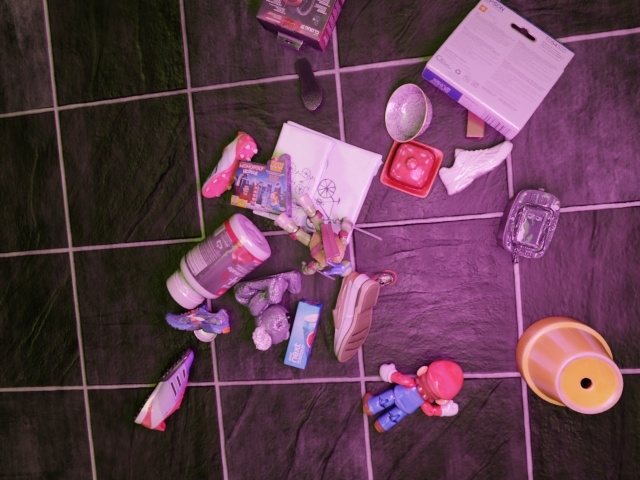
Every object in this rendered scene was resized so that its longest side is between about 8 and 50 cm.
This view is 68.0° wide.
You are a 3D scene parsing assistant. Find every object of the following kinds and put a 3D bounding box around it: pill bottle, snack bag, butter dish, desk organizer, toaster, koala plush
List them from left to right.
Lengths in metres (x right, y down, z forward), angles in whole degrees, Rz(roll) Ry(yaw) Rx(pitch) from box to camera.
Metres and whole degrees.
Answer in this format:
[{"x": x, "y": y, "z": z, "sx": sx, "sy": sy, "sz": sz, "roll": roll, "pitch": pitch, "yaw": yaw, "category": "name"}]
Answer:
[{"x": -0.330, "y": 0.074, "z": 1.516, "sx": 0.318, "sy": 0.176, "sz": 0.176, "roll": -38, "pitch": 87, "yaw": 9, "category": "pill bottle"}, {"x": -0.162, "y": 0.225, "z": 1.501, "sx": 0.203, "sy": 0.196, "sz": 0.221, "roll": -11, "pitch": 92, "yaw": 21, "category": "koala plush"}, {"x": -0.012, "y": -0.178, "z": 1.523, "sx": 0.343, "sy": 0.037, "sz": 0.323, "roll": 22, "pitch": 96, "yaw": 7, "category": "snack bag"}, {"x": 0.276, "y": -0.226, "z": 1.433, "sx": 0.160, "sy": 0.118, "sz": 0.159, "roll": 22, "pitch": 95, "yaw": 8, "category": "butter dish"}, {"x": 0.469, "y": -0.373, "z": 1.432, "sx": 0.050, "sy": 0.047, "sz": 0.130, "roll": 4, "pitch": 93, "yaw": 11, "category": "desk organizer"}, {"x": 0.595, "y": -0.038, "z": 1.378, "sx": 0.129, "sy": 0.146, "sz": 0.227, "roll": 15, "pitch": 95, "yaw": 9, "category": "toaster"}]

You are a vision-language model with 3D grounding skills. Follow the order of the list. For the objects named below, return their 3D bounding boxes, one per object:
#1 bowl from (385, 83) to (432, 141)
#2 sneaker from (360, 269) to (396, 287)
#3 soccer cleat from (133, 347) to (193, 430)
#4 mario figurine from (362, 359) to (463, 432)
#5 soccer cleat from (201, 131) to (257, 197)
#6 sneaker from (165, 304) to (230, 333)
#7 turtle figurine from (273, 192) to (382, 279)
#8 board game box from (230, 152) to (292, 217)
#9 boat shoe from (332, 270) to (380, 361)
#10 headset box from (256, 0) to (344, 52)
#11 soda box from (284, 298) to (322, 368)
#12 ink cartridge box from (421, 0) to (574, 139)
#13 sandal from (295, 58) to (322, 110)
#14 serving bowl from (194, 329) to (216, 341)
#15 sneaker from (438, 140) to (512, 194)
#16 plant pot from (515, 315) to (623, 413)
[{"x": 0.282, "y": -0.379, "z": 1.429, "sx": 0.080, "sy": 0.170, "sz": 0.170, "roll": -3, "pitch": 93, "yaw": -35, "category": "bowl"}, {"x": 0.161, "y": 0.129, "z": 1.496, "sx": 0.158, "sy": 0.065, "sz": 0.061, "roll": -18, "pitch": 90, "yaw": 9, "category": "sneaker"}, {"x": -0.506, "y": 0.506, "z": 1.614, "sx": 0.116, "sy": 0.108, "sz": 0.318, "roll": 34, "pitch": 96, "yaw": -15, "category": "soccer cleat"}, {"x": 0.301, "y": 0.472, "z": 1.486, "sx": 0.321, "sy": 0.170, "sz": 0.198, "roll": -34, "pitch": 124, "yaw": 19, "category": "mario figurine"}, {"x": -0.306, "y": -0.246, "z": 1.555, "sx": 0.248, "sy": 0.083, "sz": 0.095, "roll": -47, "pitch": 54, "yaw": 14, "category": "soccer cleat"}, {"x": -0.402, "y": 0.255, "z": 1.566, "sx": 0.221, "sy": 0.083, "sz": 0.087, "roll": 6, "pitch": 81, "yaw": 3, "category": "sneaker"}, {"x": 0.000, "y": 0.000, "z": 1.454, "sx": 0.266, "sy": 0.275, "sz": 0.198, "roll": 49, "pitch": 122, "yaw": 3, "category": "turtle figurine"}, {"x": -0.168, "y": -0.187, "z": 1.502, "sx": 0.194, "sy": 0.060, "sz": 0.194, "roll": 14, "pitch": 95, "yaw": 11, "category": "board game box"}, {"x": 0.095, "y": 0.237, "z": 1.490, "sx": 0.103, "sy": 0.113, "sz": 0.302, "roll": 33, "pitch": 116, "yaw": 36, "category": "boat shoe"}, {"x": -0.048, "y": -0.742, "z": 1.462, "sx": 0.218, "sy": 0.110, "sz": 0.293, "roll": 23, "pitch": 96, "yaw": 7, "category": "headset box"}, {"x": -0.055, "y": 0.301, "z": 1.539, "sx": 0.071, "sy": 0.067, "sz": 0.210, "roll": 15, "pitch": 96, "yaw": 8, "category": "soda box"}, {"x": 0.519, "y": -0.511, "z": 1.386, "sx": 0.324, "sy": 0.071, "sz": 0.330, "roll": 38, "pitch": 74, "yaw": 5, "category": "ink cartridge box"}, {"x": -0.034, "y": -0.493, "z": 1.514, "sx": 0.067, "sy": 0.040, "sz": 0.179, "roll": -15, "pitch": 76, "yaw": 4, "category": "sandal"}, {"x": -0.385, "y": 0.299, "z": 1.611, "sx": 0.083, "sy": 0.027, "sz": 0.083, "roll": 0, "pitch": 92, "yaw": 8, "category": "serving bowl"}, {"x": 0.458, "y": -0.241, "z": 1.421, "sx": 0.232, "sy": 0.090, "sz": 0.115, "roll": -34, "pitch": 84, "yaw": 8, "category": "sneaker"}, {"x": 0.708, "y": 0.362, "z": 1.336, "sx": 0.254, "sy": 0.239, "sz": 0.254, "roll": 1, "pitch": 94, "yaw": 10, "category": "plant pot"}]
